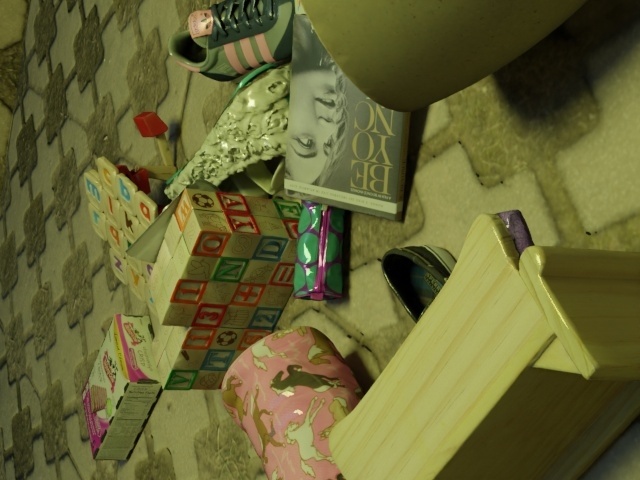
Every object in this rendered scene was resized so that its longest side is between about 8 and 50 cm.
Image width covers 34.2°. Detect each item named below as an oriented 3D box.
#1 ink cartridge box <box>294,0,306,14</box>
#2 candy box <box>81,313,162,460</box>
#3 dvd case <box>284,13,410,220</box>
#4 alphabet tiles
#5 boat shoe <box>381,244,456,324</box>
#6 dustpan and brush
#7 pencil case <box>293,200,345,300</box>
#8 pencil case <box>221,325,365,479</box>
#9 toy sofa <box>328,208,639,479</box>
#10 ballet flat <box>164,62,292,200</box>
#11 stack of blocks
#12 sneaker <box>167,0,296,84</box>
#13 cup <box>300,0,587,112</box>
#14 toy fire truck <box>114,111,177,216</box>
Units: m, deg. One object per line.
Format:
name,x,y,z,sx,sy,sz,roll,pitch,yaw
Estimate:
ink cartridge box,0.029,-0.286,1.292,0.127,0.072,0.175,-30,59,54
candy box,-0.364,0.270,1.897,0.233,0.071,0.159,-61,36,35
dvd case,0.031,-0.145,1.213,0.164,0.018,0.221,15,110,33
alphabet tiles,-0.317,-0.001,1.778,0.284,0.021,0.278,40,144,33
boat shoe,0.128,0.076,1.050,0.080,0.076,0.228,-66,34,30
dustpan and brush,-0.163,-0.013,1.465,0.147,0.211,0.060,-45,48,16
pencil case,0.000,0.000,1.302,0.070,0.064,0.152,139,133,-84
pencil case,0.013,0.270,1.146,0.167,0.160,0.386,-30,45,2
toy sofa,0.158,0.149,0.907,0.363,0.150,0.177,-61,38,36
ballet flat,-0.114,-0.106,1.452,0.409,0.146,0.147,145,125,-65
stack of blocks,-0.145,0.077,1.440,0.297,0.171,0.087,-64,35,33
sneaker,-0.113,-0.305,1.487,0.319,0.131,0.112,-26,62,56
cup,0.140,-0.302,0.904,0.236,0.331,0.331,-12,73,32
toy fire truck,-0.299,-0.113,1.819,0.047,0.135,0.192,7,131,55
